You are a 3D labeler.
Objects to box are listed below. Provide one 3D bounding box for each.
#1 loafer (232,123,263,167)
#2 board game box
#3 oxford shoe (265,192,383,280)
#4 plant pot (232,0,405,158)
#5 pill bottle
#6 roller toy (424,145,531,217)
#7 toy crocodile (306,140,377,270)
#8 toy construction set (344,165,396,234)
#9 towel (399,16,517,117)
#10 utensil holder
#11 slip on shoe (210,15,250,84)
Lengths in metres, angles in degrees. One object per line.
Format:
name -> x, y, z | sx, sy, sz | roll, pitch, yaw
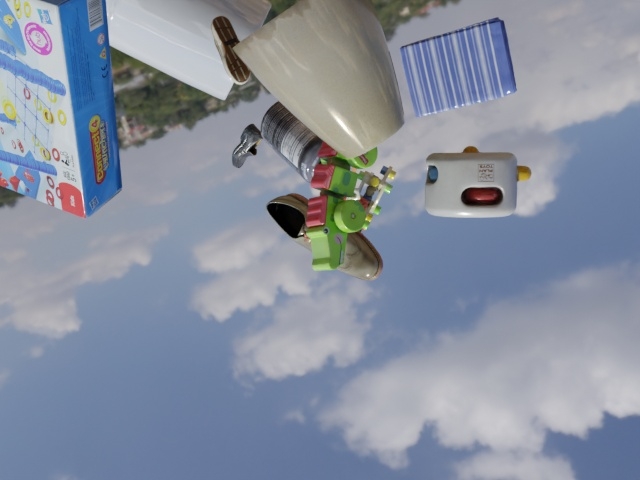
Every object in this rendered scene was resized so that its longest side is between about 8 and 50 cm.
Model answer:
loafer -> -0.227, -0.282, 2.203 | 0.062, 0.061, 0.170 | -41, 168, -44
board game box -> -0.417, -0.213, 0.918 | 0.302, 0.308, 0.086 | 20, -138, 13
oxford shoe -> 0.000, 0.000, 1.835 | 0.130, 0.348, 0.122 | -13, 131, -62
plant pot -> 0.025, -0.291, 1.253 | 0.257, 0.274, 0.256 | -31, -165, 9
pill bottle -> -0.022, -0.212, 1.599 | 0.131, 0.130, 0.245 | -29, -129, -19
roller toy -> 0.320, -0.127, 1.500 | 0.209, 0.146, 0.191 | 5, -171, 38
toy crocodile -> 0.026, -0.108, 1.390 | 0.105, 0.340, 0.115 | 14, 173, -33
toy construction set -> 0.129, -0.124, 2.264 | 0.328, 0.151, 0.215 | -25, 146, -60
towel -> 0.439, -0.549, 2.265 | 0.336, 0.243, 0.040 | -11, -166, 22
utensil holder -> -0.369, -0.603, 1.930 | 0.327, 0.386, 0.327 | -59, -168, 21
slip on shoe -> -0.170, -0.353, 1.334 | 0.052, 0.135, 0.041 | -25, 177, -19
